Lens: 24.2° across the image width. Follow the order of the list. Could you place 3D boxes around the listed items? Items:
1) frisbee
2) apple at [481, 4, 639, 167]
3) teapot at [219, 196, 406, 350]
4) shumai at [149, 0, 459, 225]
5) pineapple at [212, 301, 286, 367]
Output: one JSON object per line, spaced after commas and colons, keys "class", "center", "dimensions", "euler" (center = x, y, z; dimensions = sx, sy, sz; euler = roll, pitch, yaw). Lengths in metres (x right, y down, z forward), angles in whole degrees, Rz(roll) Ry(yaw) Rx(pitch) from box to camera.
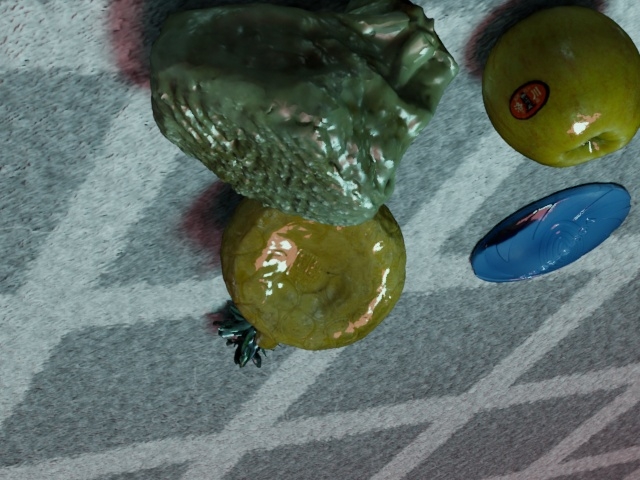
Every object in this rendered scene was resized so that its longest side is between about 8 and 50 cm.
{"class": "frisbee", "center": [0.325, 0.002, 2.071], "dimensions": [0.242, 0.045, 0.242], "euler": [-19, 155, -10]}
{"class": "apple", "center": [0.255, -0.155, 1.550], "dimensions": [0.182, 0.155, 0.182], "euler": [-21, 155, -10]}
{"class": "teapot", "center": [0.000, 0.000, 1.664], "dimensions": [0.203, 0.167, 0.311], "euler": [26, 110, -6]}
{"class": "shumai", "center": [-0.027, -0.157, 1.350], "dimensions": [0.261, 0.222, 0.225], "euler": [28, 161, -23]}
{"class": "pineapple", "center": [-0.024, 0.094, 1.907], "dimensions": [0.221, 0.083, 0.103], "euler": [-21, 155, 3]}
